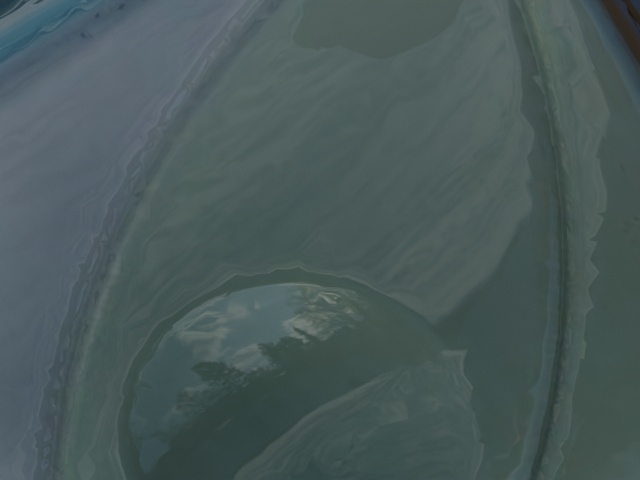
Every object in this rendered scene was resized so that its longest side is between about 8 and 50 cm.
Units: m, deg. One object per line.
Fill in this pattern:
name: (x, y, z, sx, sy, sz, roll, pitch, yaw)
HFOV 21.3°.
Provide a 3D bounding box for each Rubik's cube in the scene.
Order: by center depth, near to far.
Rubik's cube: (0.000, 0.000, 0.746, 0.351, 0.347, 0.352, -27, -160, 16)
